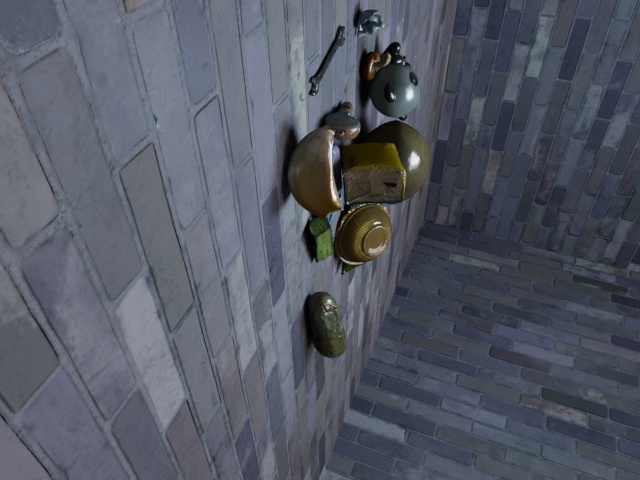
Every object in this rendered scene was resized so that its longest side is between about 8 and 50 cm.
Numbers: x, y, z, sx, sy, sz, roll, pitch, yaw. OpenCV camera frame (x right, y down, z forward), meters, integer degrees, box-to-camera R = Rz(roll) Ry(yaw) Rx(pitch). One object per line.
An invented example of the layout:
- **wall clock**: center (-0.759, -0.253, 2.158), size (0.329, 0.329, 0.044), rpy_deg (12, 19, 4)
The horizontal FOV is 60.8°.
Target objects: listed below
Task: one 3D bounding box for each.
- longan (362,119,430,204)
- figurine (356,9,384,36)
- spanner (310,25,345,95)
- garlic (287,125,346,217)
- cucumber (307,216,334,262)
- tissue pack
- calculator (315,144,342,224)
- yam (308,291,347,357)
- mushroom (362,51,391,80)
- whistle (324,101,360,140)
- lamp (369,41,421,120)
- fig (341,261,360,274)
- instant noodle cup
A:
- **longan**: center (0.271, -0.290, 2.032), size (0.350, 0.288, 0.288), rpy_deg (82, 27, -71)
- **figurine**: center (0.147, -0.653, 1.654), size (0.082, 0.094, 0.086), rpy_deg (47, 17, -28)
- **spanner**: center (0.021, -0.489, 1.481), size (0.054, 0.015, 0.254), rpy_deg (79, 30, -57)
- **garlic**: center (-0.003, -0.184, 1.413), size (0.145, 0.164, 0.245), rpy_deg (-30, 130, -44)
- **cucumber**: center (-0.003, -0.001, 1.767), size (0.078, 0.062, 0.211), rpy_deg (-31, 158, -11)
- **tissue pack**: center (0.162, -0.219, 1.739), size (0.271, 0.192, 0.134), rpy_deg (-91, 177, -63)
- **calculator**: center (0.021, -0.165, 1.705), size (0.293, 0.051, 0.173), rpy_deg (81, 27, -55)
- **yam**: center (0.019, 0.302, 1.989), size (0.330, 0.133, 0.133), rpy_deg (78, 31, -49)
- **mushroom**: center (0.180, -0.591, 1.801), size (0.088, 0.073, 0.129), rpy_deg (-43, -175, -38)
- **whistle**: center (0.067, -0.356, 1.629), size (0.220, 0.107, 0.057), rpy_deg (-78, -179, -53)
- **lamp**: center (0.262, -0.552, 1.915), size (0.198, 0.197, 0.244), rpy_deg (63, 28, -67)
- **fig**: center (0.132, 0.063, 2.208), size (0.177, 0.117, 0.117), rpy_deg (-49, 160, -4)
- **instant noodle cup**: center (0.189, -0.013, 2.079), size (0.274, 0.090, 0.274), rpy_deg (-16, 121, -29)
